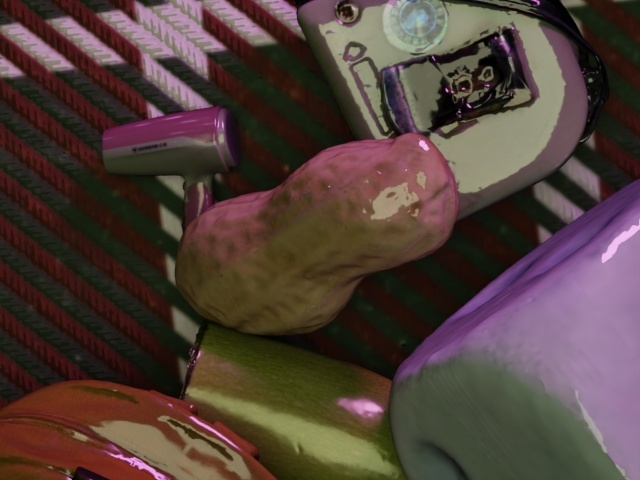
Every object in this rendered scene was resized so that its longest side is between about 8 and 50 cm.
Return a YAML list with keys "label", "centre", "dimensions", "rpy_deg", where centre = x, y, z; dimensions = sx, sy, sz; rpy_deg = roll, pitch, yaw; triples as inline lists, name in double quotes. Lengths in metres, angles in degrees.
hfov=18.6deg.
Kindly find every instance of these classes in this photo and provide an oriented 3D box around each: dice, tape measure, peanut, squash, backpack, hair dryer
- label: "dice"
  centre: [0.230, 0.123, 1.396]
  dimensions: [0.264, 0.262, 0.268]
  rpy_deg: [-39, 93, -30]
- label: "tape measure"
  centre: [0.100, -0.141, 1.512]
  dimensions: [0.207, 0.115, 0.235]
  rpy_deg: [-26, 90, 6]
- label: "peanut"
  centre: [0.000, 0.000, 1.465]
  dimensions: [0.256, 0.123, 0.123]
  rpy_deg: [-22, 91, 36]
- label: "squash"
  centre: [0.006, 0.156, 1.520]
  dimensions: [0.247, 0.132, 0.132]
  rpy_deg: [17, 93, 1]
- label: "backpack"
  centre: [-0.178, 0.275, 1.452]
  dimensions: [0.353, 0.201, 0.378]
  rpy_deg: [22, 127, 4]
- label: "hair dryer"
  centre: [-0.110, -0.025, 1.563]
  dimensions: [0.106, 0.054, 0.154]
  rpy_deg: [-10, 96, 8]
